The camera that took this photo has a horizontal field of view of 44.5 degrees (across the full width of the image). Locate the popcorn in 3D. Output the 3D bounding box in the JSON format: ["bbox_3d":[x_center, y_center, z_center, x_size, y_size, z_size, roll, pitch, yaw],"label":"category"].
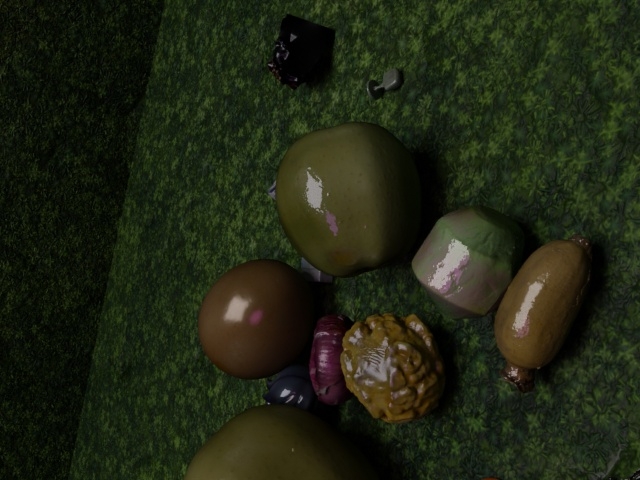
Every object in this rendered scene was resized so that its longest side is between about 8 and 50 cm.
[{"bbox_3d":[0.155,0.265,1.687,0.250,0.190,0.250,0,90,29],"label":"popcorn"}]

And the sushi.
[{"bbox_3d":[-0.072,-0.519,2.238,0.150,0.153,0.172,150,131,-65],"label":"sushi"}]

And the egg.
[{"bbox_3d":[-0.168,0.210,2.091,0.374,0.301,0.301,-45,48,48],"label":"egg"}]

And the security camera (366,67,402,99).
[{"bbox_3d":[0.166,-0.392,1.957,0.092,0.058,0.058,-15,70,42],"label":"security camera"}]

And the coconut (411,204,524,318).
[{"bbox_3d":[0.289,0.051,1.526,0.236,0.204,0.236,-45,37,49],"label":"coconut"}]

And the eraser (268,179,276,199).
[{"bbox_3d":[-0.043,-0.160,2.156,0.124,0.068,0.210,-53,27,-20],"label":"eraser"}]

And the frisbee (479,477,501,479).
[{"bbox_3d":[0.331,0.560,1.513,0.192,0.035,0.192,-15,72,54],"label":"frisbee"}]

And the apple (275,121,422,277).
[{"bbox_3d":[0.064,-0.086,1.784,0.357,0.357,0.357,-17,69,54],"label":"apple"}]

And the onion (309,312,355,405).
[{"bbox_3d":[0.063,0.284,1.859,0.163,0.230,0.230,4,86,19],"label":"onion"}]

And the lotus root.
[{"bbox_3d":[0.394,0.123,1.413,0.131,0.146,0.303,25,104,18],"label":"lotus root"}]

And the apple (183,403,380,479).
[{"bbox_3d":[-0.078,0.609,1.765,0.473,0.473,0.473,-17,69,54],"label":"apple"}]

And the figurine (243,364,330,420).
[{"bbox_3d":[-0.078,0.444,2.034,0.265,0.175,0.197,-46,42,31],"label":"figurine"}]

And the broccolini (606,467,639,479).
[{"bbox_3d":[0.530,0.396,1.251,0.202,0.068,0.091,-40,63,26],"label":"broccolini"}]

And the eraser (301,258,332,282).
[{"bbox_3d":[0.000,0.000,2.111,0.095,0.052,0.225,0,83,55],"label":"eraser"}]
